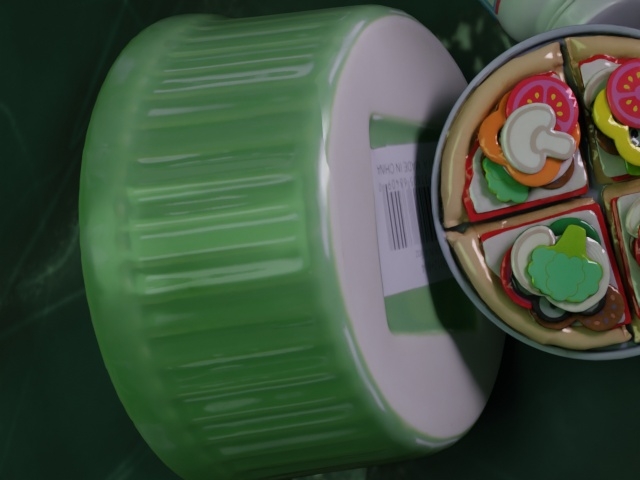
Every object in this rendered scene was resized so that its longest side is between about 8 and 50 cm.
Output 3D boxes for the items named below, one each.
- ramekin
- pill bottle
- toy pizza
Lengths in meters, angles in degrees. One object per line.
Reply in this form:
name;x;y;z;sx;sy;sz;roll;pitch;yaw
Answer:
ramekin;0.000;0.000;1.106;0.148;0.303;0.303;-8;80;28
pill bottle;0.133;-0.181;1.151;0.087;0.087;0.160;-48;61;22
toy pizza;0.166;-0.029;1.071;0.201;0.032;0.201;0;89;-5
